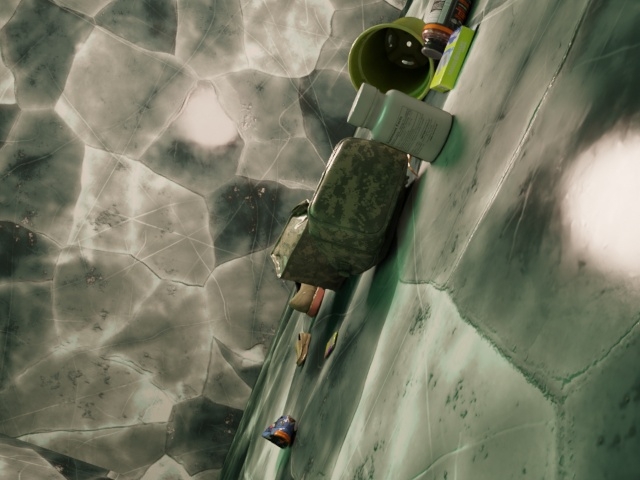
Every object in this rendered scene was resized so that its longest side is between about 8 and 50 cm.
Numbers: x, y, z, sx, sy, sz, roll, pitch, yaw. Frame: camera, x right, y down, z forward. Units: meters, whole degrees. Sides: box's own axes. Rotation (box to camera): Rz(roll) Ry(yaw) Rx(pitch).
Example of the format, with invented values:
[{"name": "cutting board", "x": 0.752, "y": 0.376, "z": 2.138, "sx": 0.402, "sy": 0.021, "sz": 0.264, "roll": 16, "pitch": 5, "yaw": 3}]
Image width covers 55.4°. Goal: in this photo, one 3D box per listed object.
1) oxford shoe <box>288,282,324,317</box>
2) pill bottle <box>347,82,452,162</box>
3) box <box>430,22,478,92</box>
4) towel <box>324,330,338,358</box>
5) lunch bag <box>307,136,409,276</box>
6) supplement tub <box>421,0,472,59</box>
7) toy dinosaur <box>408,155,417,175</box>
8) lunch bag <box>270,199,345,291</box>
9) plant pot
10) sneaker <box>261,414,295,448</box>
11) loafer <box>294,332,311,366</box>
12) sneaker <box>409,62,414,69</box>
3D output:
[{"name": "oxford shoe", "x": -0.033, "y": 0.134, "z": 2.464, "sx": 0.123, "sy": 0.130, "sz": 0.348, "roll": 120, "pitch": 170, "yaw": -54}, {"name": "pill bottle", "x": 0.188, "y": -0.289, "z": 1.473, "sx": 0.131, "sy": 0.229, "sz": 0.131, "roll": -158, "pitch": 90, "yaw": -85}, {"name": "box", "x": 0.352, "y": -0.485, "z": 1.612, "sx": 0.109, "sy": 0.042, "sz": 0.178, "roll": -112, "pitch": 43, "yaw": -81}, {"name": "towel", "x": 0.032, "y": 0.313, "z": 1.826, "sx": 0.083, "sy": 0.009, "sz": 0.060, "roll": 118, "pitch": 172, "yaw": -45}, {"name": "lunch bag", "x": 0.106, "y": -0.085, "z": 1.613, "sx": 0.256, "sy": 0.212, "sz": 0.305, "roll": 88, "pitch": -159, "yaw": -60}, {"name": "supplement tub", "x": 0.358, "y": -0.625, "z": 1.751, "sx": 0.106, "sy": 0.106, "sz": 0.198, "roll": -160, "pitch": 91, "yaw": -84}, {"name": "toy dinosaur", "x": 0.248, "y": -0.262, "z": 1.654, "sx": 0.112, "sy": 0.064, "sz": 0.212, "roll": 138, "pitch": 153, "yaw": -74}, {"name": "lunch bag", "x": 0.000, "y": 0.000, "z": 2.024, "sx": 0.287, "sy": 0.235, "sz": 0.169, "roll": -61, "pitch": 31, "yaw": 25}, {"name": "plant pot", "x": 0.260, "y": -0.600, "z": 1.979, "sx": 0.254, "sy": 0.276, "sz": 0.276, "roll": -57, "pitch": -5, "yaw": -49}, {"name": "sneaker", "x": -0.123, "y": 0.605, "z": 1.938, "sx": 0.087, "sy": 0.083, "sz": 0.221, "roll": -56, "pitch": 5, "yaw": -26}, {"name": "loafer", "x": -0.074, "y": 0.404, "z": 2.269, "sx": 0.148, "sy": 0.050, "sz": 0.056, "roll": -75, "pitch": 9, "yaw": -50}, {"name": "sneaker", "x": 0.348, "y": -0.646, "z": 2.179, "sx": 0.170, "sy": 0.051, "sz": 0.089, "roll": -81, "pitch": 18, "yaw": -52}]
